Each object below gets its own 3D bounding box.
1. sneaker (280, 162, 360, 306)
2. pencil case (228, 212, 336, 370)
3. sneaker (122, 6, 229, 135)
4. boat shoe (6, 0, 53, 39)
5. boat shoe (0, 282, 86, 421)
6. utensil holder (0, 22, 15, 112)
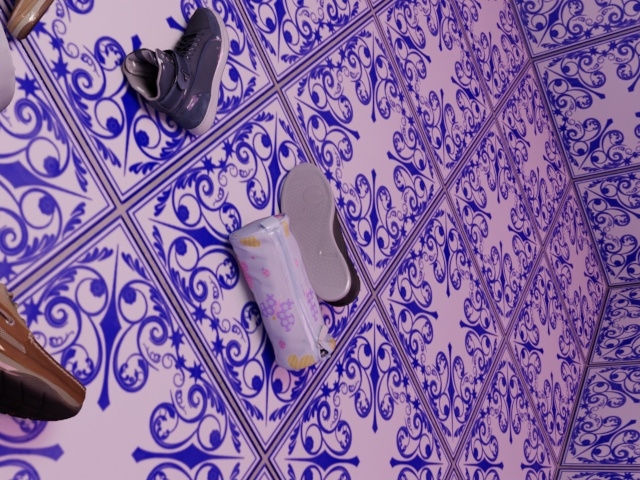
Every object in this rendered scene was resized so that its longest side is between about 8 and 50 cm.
[{"bbox_3d":[0.000,0.000,1.517,0.147,0.104,0.296,65,8,-66],"label":"sneaker"},{"bbox_3d":[-0.064,0.090,1.366,0.113,0.124,0.273,-23,101,-14],"label":"pencil case"},{"bbox_3d":[-0.232,-0.304,1.266,0.163,0.086,0.226,25,62,-52],"label":"sneaker"},{"bbox_3d":[-0.398,-0.353,1.075,0.072,0.068,0.190,36,42,-29],"label":"boat shoe"},{"bbox_3d":[-0.396,0.098,0.900,0.324,0.122,0.120,46,40,-37],"label":"boat shoe"},{"bbox_3d":[-0.491,-0.126,0.574,0.385,0.327,0.328,-46,120,-29],"label":"utensil holder"}]
